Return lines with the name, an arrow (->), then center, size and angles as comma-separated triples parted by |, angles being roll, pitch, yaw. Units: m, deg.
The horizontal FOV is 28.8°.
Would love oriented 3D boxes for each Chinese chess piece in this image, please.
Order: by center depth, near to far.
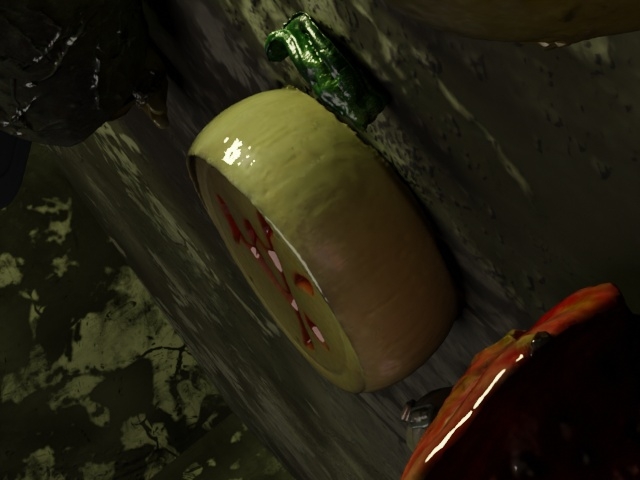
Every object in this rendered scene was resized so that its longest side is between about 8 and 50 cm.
Chinese chess piece -> 0.000, 0.000, 0.963 | 0.250, 0.103, 0.250 | 50, 167, 16

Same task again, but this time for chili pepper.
chili pepper -> -0.005, -0.115, 0.799 | 0.118, 0.035, 0.055 | 38, 145, 38

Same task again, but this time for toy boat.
toy boat -> -0.234, -0.203, 1.279 | 0.226, 0.088, 0.068 | 49, 169, 10

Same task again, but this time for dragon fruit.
dragon fruit -> 0.076, 0.194, 0.733 | 0.286, 0.329, 0.228 | 55, 174, -19

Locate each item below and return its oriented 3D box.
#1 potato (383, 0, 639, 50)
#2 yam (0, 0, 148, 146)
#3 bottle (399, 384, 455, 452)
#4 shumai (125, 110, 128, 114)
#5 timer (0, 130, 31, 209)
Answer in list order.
potato -> 0.049, -0.131, 0.365 | 0.182, 0.117, 0.202 | 50, 169, 26
yam -> -0.256, -0.212, 1.081 | 0.201, 0.202, 0.271 | 14, 156, 4
bottle -> 0.126, 0.178, 1.034 | 0.152, 0.099, 0.099 | 47, 168, 39
shumai -> -0.246, -0.182, 1.411 | 0.087, 0.099, 0.124 | 34, -162, -17
timer -> -0.413, -0.235, 1.225 | 0.395, 0.173, 0.395 | -1, -90, -77
